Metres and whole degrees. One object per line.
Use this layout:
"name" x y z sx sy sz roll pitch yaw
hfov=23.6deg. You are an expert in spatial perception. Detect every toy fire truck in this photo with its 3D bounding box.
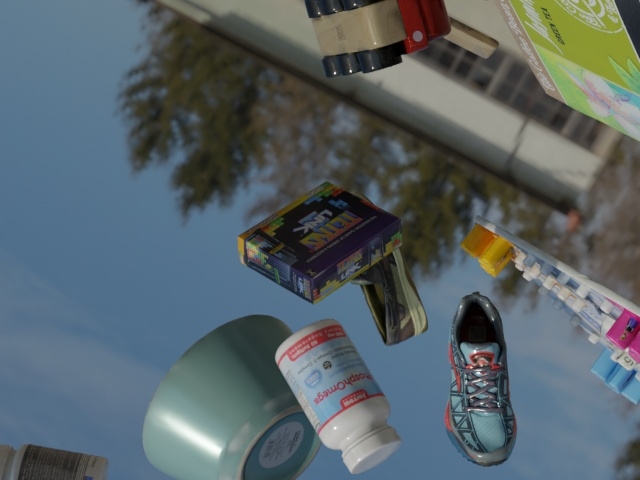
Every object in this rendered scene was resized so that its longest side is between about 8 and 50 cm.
"toy fire truck" 0.133 -0.299 2.126 0.246 0.158 0.217 -20 -171 -18

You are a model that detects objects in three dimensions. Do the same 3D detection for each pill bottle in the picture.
"pill bottle" 0.022 0.173 1.696 0.087 0.087 0.160 7 -134 -58
"pill bottle" -0.325 0.284 1.814 0.137 0.078 0.078 10 -167 0

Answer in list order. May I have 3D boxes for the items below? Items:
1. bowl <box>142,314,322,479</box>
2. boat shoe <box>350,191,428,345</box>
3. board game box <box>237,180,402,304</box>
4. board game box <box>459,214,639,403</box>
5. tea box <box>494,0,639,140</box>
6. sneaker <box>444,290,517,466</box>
"bowl" -0.110 0.290 2.420 0.163 0.311 0.311 39 -164 35
"boat shoe" 0.075 0.043 2.129 0.080 0.073 0.224 -4 114 64
"board game box" 0.000 0.000 2.013 0.141 0.048 0.170 27 -133 37
"board game box" 0.390 0.149 1.911 0.390 0.050 0.390 41 177 -33
"tea box" 0.344 -0.246 1.453 0.323 0.220 0.329 35 171 39
"sneaker" 0.223 0.195 2.209 0.104 0.262 0.125 -7 151 3
